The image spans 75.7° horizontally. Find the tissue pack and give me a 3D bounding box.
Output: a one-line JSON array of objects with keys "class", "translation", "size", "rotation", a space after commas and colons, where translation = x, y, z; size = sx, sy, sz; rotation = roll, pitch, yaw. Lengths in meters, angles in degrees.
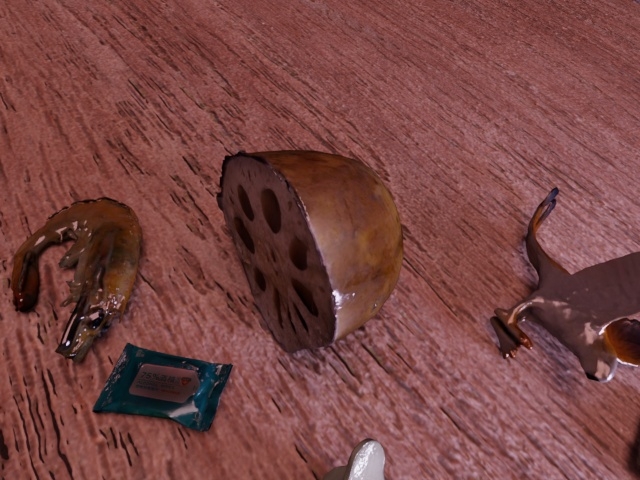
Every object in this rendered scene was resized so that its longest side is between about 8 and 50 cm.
[{"class": "tissue pack", "translation": [-0.181, 0.172, 0.482], "size": [0.138, 0.028, 0.085], "rotation": [11, 49, 3]}]

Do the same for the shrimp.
[{"class": "shrimp", "translation": [-0.327, 0.035, 0.540], "size": [0.173, 0.058, 0.253], "rotation": [-1, 50, -2]}]

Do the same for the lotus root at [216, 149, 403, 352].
[{"class": "lotus root", "translation": [0.000, 0.000, 0.516], "size": [0.192, 0.272, 0.272], "rotation": [-15, 57, -33]}]

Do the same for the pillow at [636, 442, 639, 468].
[{"class": "pillow", "translation": [0.518, 0.313, 0.496], "size": [0.248, 0.049, 0.135], "rotation": [42, 49, 17]}]

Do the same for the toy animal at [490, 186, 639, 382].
[{"class": "toy animal", "translation": [0.365, 0.051, 0.621], "size": [0.302, 0.225, 0.284], "rotation": [-26, 43, -14]}]

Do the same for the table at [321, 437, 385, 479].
[{"class": "table", "translation": [0.013, 0.294, 0.355], "size": [0.166, 0.167, 0.198], "rotation": [41, 49, 19]}]
